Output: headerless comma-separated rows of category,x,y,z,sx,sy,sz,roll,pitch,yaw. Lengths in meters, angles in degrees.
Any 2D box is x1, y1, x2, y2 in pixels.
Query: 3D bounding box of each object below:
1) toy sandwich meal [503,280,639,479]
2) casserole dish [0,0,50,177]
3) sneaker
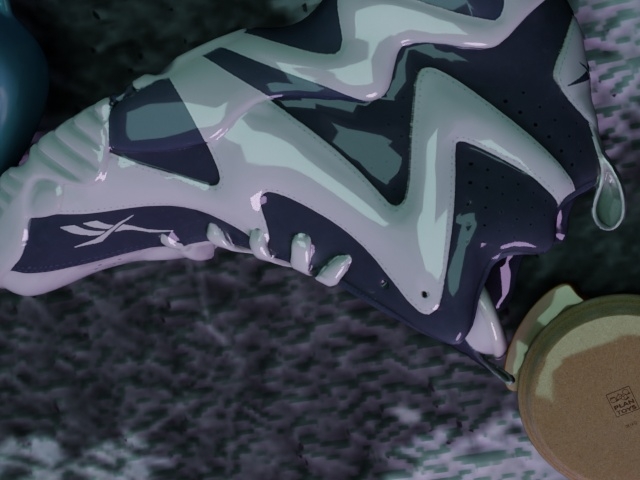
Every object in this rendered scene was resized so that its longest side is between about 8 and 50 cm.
toy sandwich meal,0.108,0.053,0.652,0.086,0.029,0.085,2,106,8
casserole dish,-0.178,-0.023,0.636,0.114,0.037,0.188,33,106,-14
sneaker,0.000,0.000,0.627,0.235,0.094,0.153,-29,88,9
